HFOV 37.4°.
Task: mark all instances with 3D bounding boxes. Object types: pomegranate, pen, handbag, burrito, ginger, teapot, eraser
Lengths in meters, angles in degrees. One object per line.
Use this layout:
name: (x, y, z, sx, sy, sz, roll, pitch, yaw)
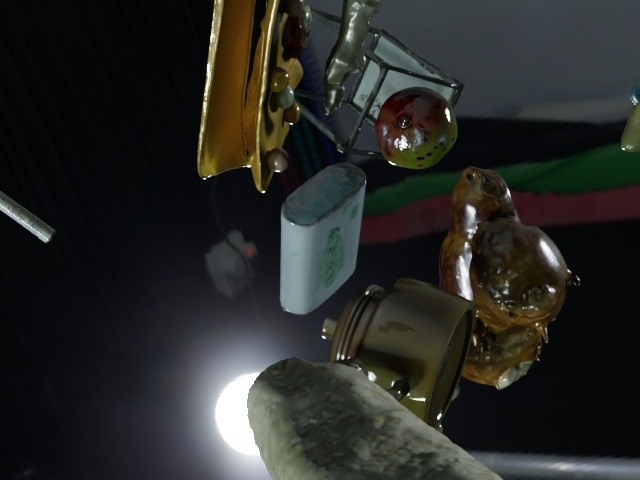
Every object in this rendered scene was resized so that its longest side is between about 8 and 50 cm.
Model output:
pomegranate: (0.153, -0.181, 1.475, 0.129, 0.129, 0.159, -12, -160, 19)
pen: (-0.479, -0.064, 1.390, 0.025, 0.204, 0.025, -44, -159, 21)
handbag: (-0.079, -0.301, 1.444, 0.133, 0.401, 0.283, 11, -149, 4)
burrito: (0.037, 0.194, 0.793, 0.143, 0.105, 0.299, -36, -152, -12)
ginger: (0.285, 0.105, 1.486, 0.176, 0.418, 0.254, -15, -138, -10)
teapot: (0.080, 0.138, 1.178, 0.175, 0.186, 0.267, 16, -161, 20)
eraser: (0.000, 0.000, 1.592, 0.081, 0.227, 0.174, 32, -126, 22)

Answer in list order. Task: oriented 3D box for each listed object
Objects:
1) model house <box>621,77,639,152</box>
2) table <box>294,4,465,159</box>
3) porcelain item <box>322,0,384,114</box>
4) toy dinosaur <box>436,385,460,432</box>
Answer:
model house: (0.489, -0.164, 1.130, 0.325, 0.194, 0.267, -36, -174, -19)
table: (0.098, -0.358, 2.195, 0.272, 0.222, 0.335, 7, -153, -41)
porcelain item: (0.040, -0.288, 1.421, 0.069, 0.216, 0.081, 9, -152, -16)
toy dinosaur: (0.116, 0.217, 1.432, 0.075, 0.188, 0.248, -3, 146, -34)
